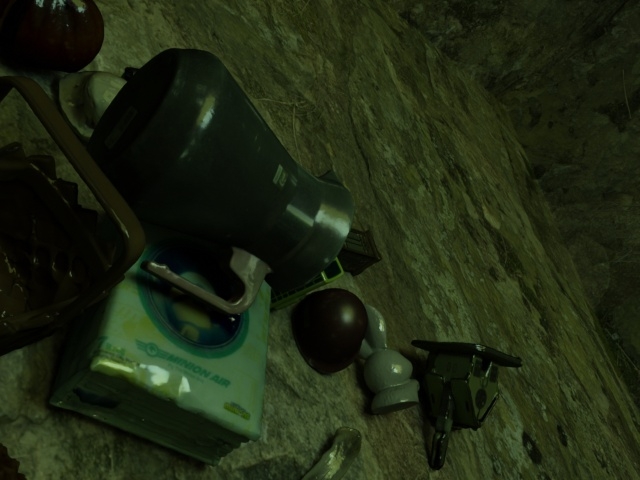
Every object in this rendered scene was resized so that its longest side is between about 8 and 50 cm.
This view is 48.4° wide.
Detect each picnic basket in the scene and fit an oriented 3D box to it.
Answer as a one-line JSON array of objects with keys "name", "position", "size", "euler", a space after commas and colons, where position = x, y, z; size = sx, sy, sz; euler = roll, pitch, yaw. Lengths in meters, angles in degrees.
[{"name": "picnic basket", "position": [-0.370, -0.006, 0.842], "size": [0.254, 0.321, 0.291], "euler": [54, 26, 5]}]

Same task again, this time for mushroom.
[{"name": "mushroom", "position": [0.013, 0.401, 1.251], "size": [0.059, 0.054, 0.202], "euler": [49, 36, 1]}]

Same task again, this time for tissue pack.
[{"name": "tissue pack", "position": [-0.218, 0.109, 1.096], "size": [0.287, 0.162, 0.388], "euler": [34, 37, -31]}]

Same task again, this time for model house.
[{"name": "model house", "position": [0.311, 0.378, 1.607], "size": [0.218, 0.205, 0.278], "euler": [22, 73, -41]}]

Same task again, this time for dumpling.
[{"name": "dumpling", "position": [-0.374, -0.227, 1.263], "size": [0.199, 0.118, 0.136], "euler": [19, 54, -6]}]

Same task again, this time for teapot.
[{"name": "teapot", "position": [-0.143, -0.068, 1.017], "size": [0.344, 0.253, 0.300], "euler": [35, 70, -32]}]

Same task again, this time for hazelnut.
[{"name": "hazelnut", "position": [-0.468, -0.380, 1.209], "size": [0.204, 0.178, 0.178], "euler": [31, 36, -12]}]

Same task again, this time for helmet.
[{"name": "helmet", "position": [0.030, 0.165, 1.401], "size": [0.155, 0.106, 0.175], "euler": [22, 62, -11]}]

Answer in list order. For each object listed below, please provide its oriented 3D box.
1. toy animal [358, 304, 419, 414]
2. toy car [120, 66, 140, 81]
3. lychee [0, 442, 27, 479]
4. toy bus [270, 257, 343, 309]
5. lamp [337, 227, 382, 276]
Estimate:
[{"name": "toy animal", "position": [0.129, 0.251, 1.497], "size": [0.131, 0.104, 0.220], "euler": [13, 51, -47]}, {"name": "toy car", "position": [-0.337, -0.259, 1.386], "size": [0.071, 0.062, 0.165], "euler": [0, 60, -54]}, {"name": "lychee", "position": [-0.376, 0.269, 0.623], "size": [0.267, 0.267, 0.267], "euler": [35, 36, -30]}, {"name": "toy bus", "position": [-0.053, 0.066, 1.363], "size": [0.088, 0.175, 0.101], "euler": [-24, 88, -59]}, {"name": "lamp", "position": [0.000, 0.000, 1.580], "size": [0.325, 0.090, 0.089], "euler": [16, 47, -48]}]
